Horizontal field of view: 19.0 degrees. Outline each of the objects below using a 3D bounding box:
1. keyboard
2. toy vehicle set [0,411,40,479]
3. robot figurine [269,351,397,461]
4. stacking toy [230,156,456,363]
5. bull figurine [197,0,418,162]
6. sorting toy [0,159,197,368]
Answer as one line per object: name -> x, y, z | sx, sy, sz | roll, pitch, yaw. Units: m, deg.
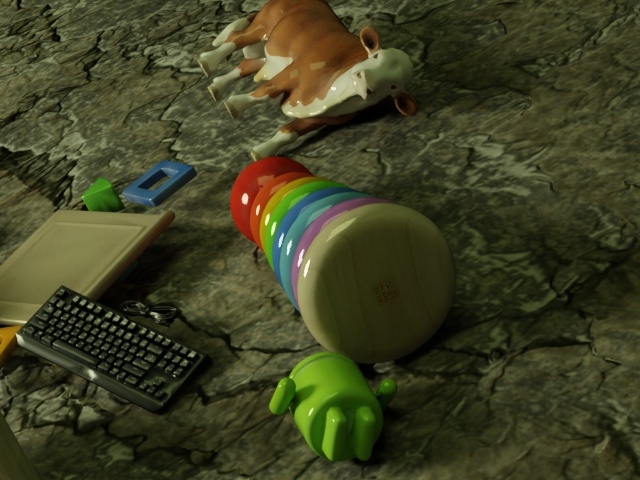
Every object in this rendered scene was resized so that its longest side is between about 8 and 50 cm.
keyboard -> -0.184, 0.088, 1.763 | 0.180, 0.023, 0.108 | 23, 52, 29
toy vehicle set -> -0.290, 0.208, 1.446 | 0.166, 0.266, 0.035 | -13, 32, 17
robot figurine -> 0.011, 0.134, 1.550 | 0.101, 0.067, 0.115 | -1, 25, -15
stacking toy -> 0.000, 0.000, 1.743 | 0.141, 0.141, 0.330 | -30, 22, -10
bull figurine -> -0.018, -0.180, 2.057 | 0.188, 0.101, 0.310 | -28, 29, -4
sorting toy -> -0.257, 0.038, 1.934 | 0.196, 0.047, 0.347 | -1, 36, 42
